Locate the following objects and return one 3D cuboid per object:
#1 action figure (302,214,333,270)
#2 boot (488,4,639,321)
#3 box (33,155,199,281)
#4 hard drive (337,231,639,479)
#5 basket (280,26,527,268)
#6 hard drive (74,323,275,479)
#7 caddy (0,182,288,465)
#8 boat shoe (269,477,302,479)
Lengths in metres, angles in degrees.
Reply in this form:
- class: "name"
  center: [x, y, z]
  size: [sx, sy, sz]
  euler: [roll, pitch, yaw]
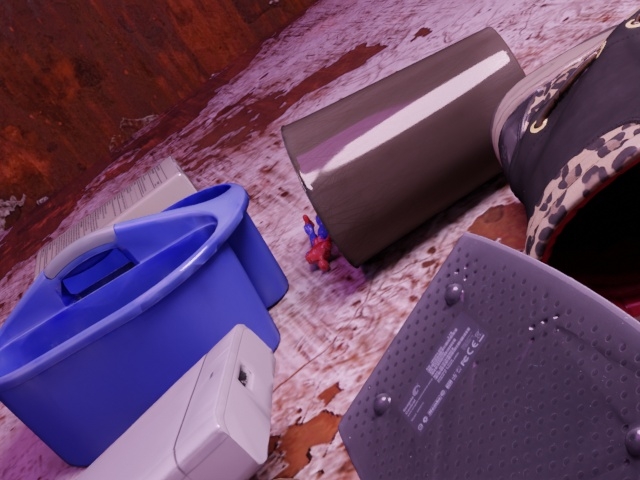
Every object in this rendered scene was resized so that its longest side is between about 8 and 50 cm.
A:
- class: "action figure"
  center: [0.000, 0.000, 1.024]
  size: [0.038, 0.030, 0.115]
  euler: [-36, 24, 16]
- class: "boot"
  center: [0.283, -0.107, 0.645]
  size: [0.377, 0.138, 0.284]
  euler: [-31, 19, 24]
- class: "box"
  center: [-0.249, 0.012, 1.253]
  size: [0.232, 0.126, 0.148]
  euler: [-36, 19, -3]
- class: "hard drive"
  center: [0.105, 0.103, 0.501]
  size: [0.172, 0.054, 0.255]
  euler: [-58, 24, 5]
- class: "basket"
  center: [0.097, -0.099, 0.927]
  size: [0.227, 0.154, 0.204]
  euler: [-29, 22, 7]
- class: "hard drive"
  center: [-0.173, 0.216, 0.644]
  size: [0.353, 0.047, 0.233]
  euler: [-45, 8, 5]
- class: "caddy"
  center: [-0.196, 0.070, 0.963]
  size: [0.341, 0.179, 0.241]
  euler: [-30, 20, 15]
- class: "boat shoe"
  center: [-0.091, 0.248, 0.543]
  size: [0.257, 0.095, 0.095]
  euler: [-40, 5, -29]
